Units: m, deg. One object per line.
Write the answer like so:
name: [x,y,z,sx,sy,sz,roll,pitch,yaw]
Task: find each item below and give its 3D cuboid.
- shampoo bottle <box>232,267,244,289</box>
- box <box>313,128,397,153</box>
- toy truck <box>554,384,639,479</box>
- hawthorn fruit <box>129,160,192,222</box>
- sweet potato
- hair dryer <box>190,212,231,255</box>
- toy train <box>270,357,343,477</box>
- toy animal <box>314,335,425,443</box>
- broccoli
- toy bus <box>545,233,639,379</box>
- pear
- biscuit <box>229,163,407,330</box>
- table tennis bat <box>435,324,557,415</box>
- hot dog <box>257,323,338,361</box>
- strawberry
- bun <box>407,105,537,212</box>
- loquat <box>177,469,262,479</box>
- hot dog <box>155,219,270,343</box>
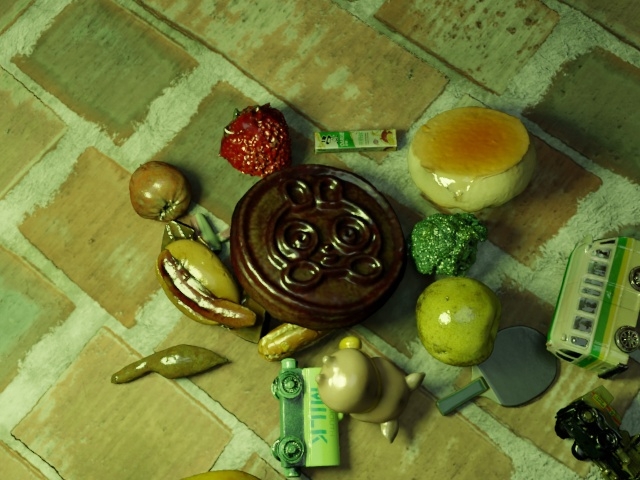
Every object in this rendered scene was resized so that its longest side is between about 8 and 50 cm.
shampoo bottle: [-0.072,0.034,1.880,0.262,0.085,0.085,-27,74,-8]
box: [0.086,-0.243,1.992,0.207,0.041,0.050,-2,72,-1]
toy truck: [0.628,0.443,1.725,0.127,0.127,0.257,-30,74,-24]
hawthorn fruit: [-0.387,-0.132,1.906,0.149,0.149,0.189,-29,78,-9]
sweet potato: [-0.343,0.275,1.811,0.269,0.075,0.075,-10,72,1]
hair dryer: [-0.224,-0.026,1.928,0.154,0.054,0.106,-16,68,-15]
toy train: [-0.026,0.383,1.764,0.157,0.105,0.253,1,73,-13]
toy animal: [0.086,0.306,1.726,0.248,0.149,0.165,26,96,-32]
broccoli: [0.284,0.010,1.853,0.156,0.195,0.195,34,72,-27]
toy bus: [0.625,0.134,1.810,0.179,0.143,0.306,19,73,7]
pear: [0.296,0.174,1.778,0.197,0.197,0.197,0,72,0]
biscuit: [0.000,0.000,1.794,0.407,0.091,0.408,6,59,-10]
table tennis bat: [0.395,0.307,1.820,0.301,0.022,0.173,-29,75,-10]
hot dog: [-0.019,0.191,1.813,0.269,0.115,0.072,-29,71,-7]
strawberry: [-0.143,-0.229,1.929,0.201,0.186,0.184,50,56,-13]
bun: [0.352,-0.169,1.895,0.298,0.165,0.299,-7,44,7]
loquat: [-0.213,0.590,1.615,0.283,0.276,0.276,11,72,7]
hot dog: [-0.258,0.097,1.802,0.326,0.107,0.194,28,113,18]
